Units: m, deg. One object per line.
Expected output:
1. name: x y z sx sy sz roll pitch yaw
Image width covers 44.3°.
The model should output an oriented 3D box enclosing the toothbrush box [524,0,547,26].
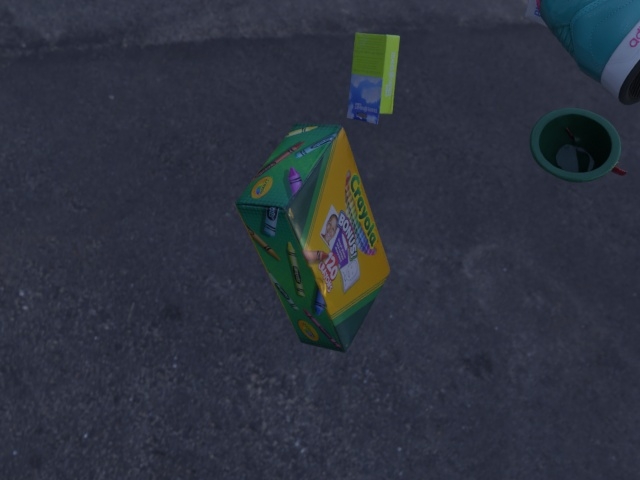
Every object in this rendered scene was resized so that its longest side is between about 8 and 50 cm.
1. toothbrush box: 0.418 -0.290 0.876 0.296 0.126 0.216 34 62 21

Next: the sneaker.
1. sneaker: 0.288 -0.273 0.648 0.178 0.295 0.124 46 8 26

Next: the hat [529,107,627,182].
1. hat: 0.545 -0.161 1.690 0.209 0.183 0.172 26 74 17

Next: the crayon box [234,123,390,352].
1. crayon box: 0.000 0.000 1.077 0.081 0.278 0.165 8 48 31

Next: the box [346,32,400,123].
1. box: 0.108 -0.336 1.629 0.043 0.178 0.109 -5 17 -36
